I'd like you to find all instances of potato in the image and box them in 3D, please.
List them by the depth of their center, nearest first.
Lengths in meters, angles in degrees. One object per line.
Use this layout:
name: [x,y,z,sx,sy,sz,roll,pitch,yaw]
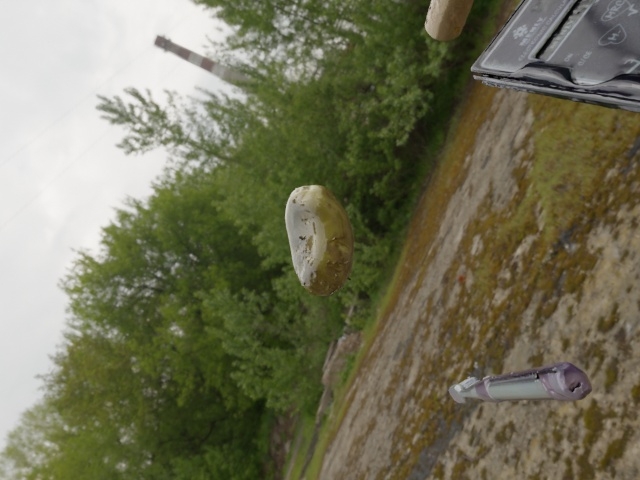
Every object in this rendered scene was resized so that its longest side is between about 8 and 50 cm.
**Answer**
potato: [0.000,0.000,0.694,0.091,0.070,0.138,-11,83,49]

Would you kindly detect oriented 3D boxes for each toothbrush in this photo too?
toothbrush: [0.157,0.126,0.486,0.029,0.024,0.354,-34,-15,-7]

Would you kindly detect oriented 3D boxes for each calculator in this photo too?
calculator: [0.255,-0.175,0.436,0.166,0.028,0.274,-55,35,1]

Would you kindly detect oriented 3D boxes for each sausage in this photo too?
sausage: [0.196,-0.405,0.702,0.301,0.065,0.066,97,-167,-46]
